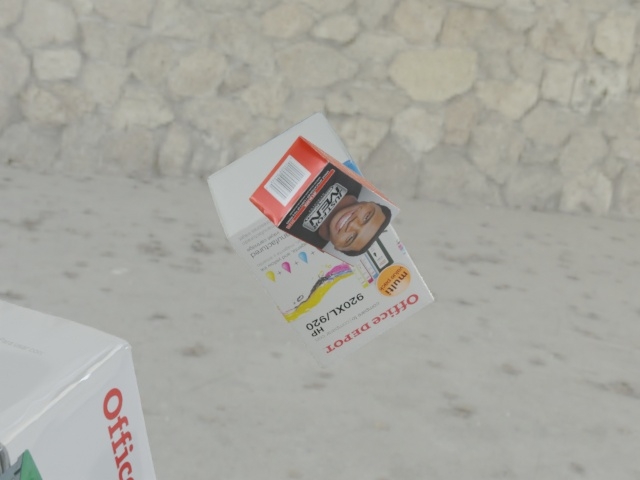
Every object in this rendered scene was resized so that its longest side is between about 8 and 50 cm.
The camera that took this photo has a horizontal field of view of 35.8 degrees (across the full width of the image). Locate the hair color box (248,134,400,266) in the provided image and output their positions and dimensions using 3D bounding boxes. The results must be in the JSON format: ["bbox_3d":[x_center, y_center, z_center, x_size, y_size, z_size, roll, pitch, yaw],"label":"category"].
[{"bbox_3d":[0.007,-0.031,0.860,0.043,0.072,0.141,44,9,31],"label":"hair color box"}]

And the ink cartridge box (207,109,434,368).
[{"bbox_3d":[0.000,0.000,1.221,0.171,0.232,0.168,-32,31,2],"label":"ink cartridge box"}]

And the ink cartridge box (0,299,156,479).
[{"bbox_3d":[-0.167,0.149,0.418,0.093,0.160,0.219,12,34,27],"label":"ink cartridge box"}]
